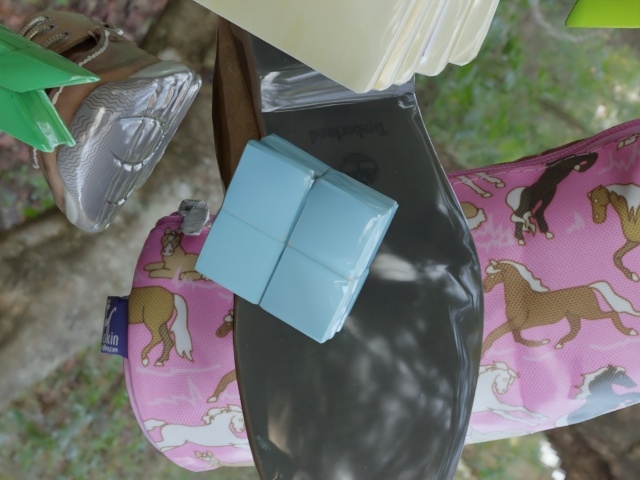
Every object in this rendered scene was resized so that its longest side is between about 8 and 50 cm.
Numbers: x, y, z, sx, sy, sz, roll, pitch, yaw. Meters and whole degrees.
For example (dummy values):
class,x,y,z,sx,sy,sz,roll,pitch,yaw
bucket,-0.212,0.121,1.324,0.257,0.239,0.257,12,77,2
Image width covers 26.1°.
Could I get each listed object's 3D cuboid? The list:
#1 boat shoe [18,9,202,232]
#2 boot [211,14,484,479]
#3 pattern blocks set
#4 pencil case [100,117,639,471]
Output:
class,x,y,z,sx,sy,sz,roll,pitch,yaw
boat shoe,-0.156,-0.087,0.897,0.123,0.116,0.324,-58,-174,2
boot,0.000,0.000,0.652,0.115,0.112,0.305,136,-49,-66
pattern blocks set,0.000,-0.148,0.364,0.325,0.285,0.026,-55,171,23
pencil case,0.068,0.037,0.845,0.167,0.386,0.160,63,23,-44
